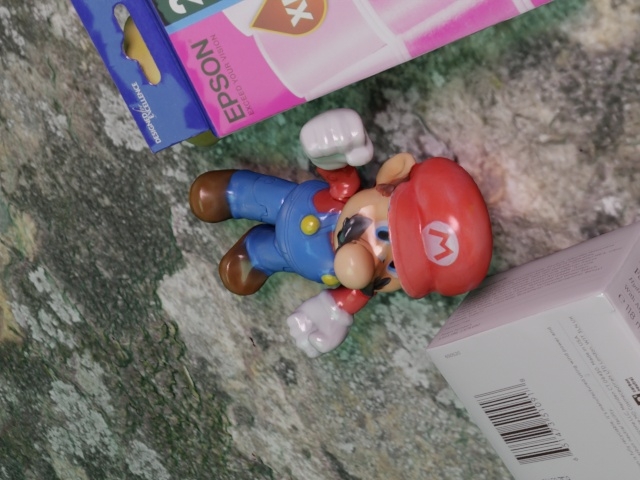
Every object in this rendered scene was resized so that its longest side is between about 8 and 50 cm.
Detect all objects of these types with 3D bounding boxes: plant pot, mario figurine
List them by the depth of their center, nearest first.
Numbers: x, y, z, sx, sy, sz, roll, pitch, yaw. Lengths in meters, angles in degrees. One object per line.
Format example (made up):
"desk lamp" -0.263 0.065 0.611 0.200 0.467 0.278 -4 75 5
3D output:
"mario figurine" 0.000 0.000 0.787 0.321 0.170 0.198 0 155 46
"plant pot" -0.090 -0.162 0.789 0.095 0.134 0.134 -25 105 23

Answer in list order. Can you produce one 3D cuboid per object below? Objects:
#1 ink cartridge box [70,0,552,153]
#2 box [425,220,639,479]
"ink cartridge box" -0.019 -0.194 0.653 0.371 0.069 0.175 -19 109 22
"box" 0.220 0.106 0.739 0.182 0.119 0.181 -27 102 45
